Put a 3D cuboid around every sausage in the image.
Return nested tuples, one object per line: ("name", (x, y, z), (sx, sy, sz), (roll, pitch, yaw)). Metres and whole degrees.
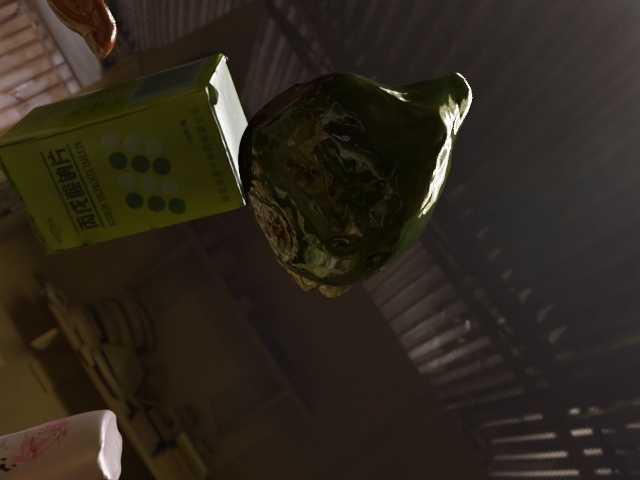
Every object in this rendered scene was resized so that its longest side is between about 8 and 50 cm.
("sausage", (-0.432, -0.419, 1.440), (0.179, 0.089, 0.089), (54, -14, -18))

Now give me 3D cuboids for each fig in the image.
("fig", (0.060, -0.085, 0.798), (0.206, 0.275, 0.206), (47, -24, 28))

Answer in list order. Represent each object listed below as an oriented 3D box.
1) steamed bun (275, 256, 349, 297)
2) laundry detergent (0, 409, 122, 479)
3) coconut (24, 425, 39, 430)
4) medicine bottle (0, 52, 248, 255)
("steamed bun", (0.000, 0.000, 1.468), (0.106, 0.192, 0.177), (33, 3, -40))
("laundry detergent", (-0.420, 0.290, 0.975), (0.159, 0.335, 0.088), (-128, -154, -80))
("coconut", (-0.443, 0.348, 1.273), (0.110, 0.124, 0.110), (38, -2, 2))
("medicine bottle", (-0.206, -0.098, 0.879), (0.141, 0.250, 0.137), (-86, 160, -60))
